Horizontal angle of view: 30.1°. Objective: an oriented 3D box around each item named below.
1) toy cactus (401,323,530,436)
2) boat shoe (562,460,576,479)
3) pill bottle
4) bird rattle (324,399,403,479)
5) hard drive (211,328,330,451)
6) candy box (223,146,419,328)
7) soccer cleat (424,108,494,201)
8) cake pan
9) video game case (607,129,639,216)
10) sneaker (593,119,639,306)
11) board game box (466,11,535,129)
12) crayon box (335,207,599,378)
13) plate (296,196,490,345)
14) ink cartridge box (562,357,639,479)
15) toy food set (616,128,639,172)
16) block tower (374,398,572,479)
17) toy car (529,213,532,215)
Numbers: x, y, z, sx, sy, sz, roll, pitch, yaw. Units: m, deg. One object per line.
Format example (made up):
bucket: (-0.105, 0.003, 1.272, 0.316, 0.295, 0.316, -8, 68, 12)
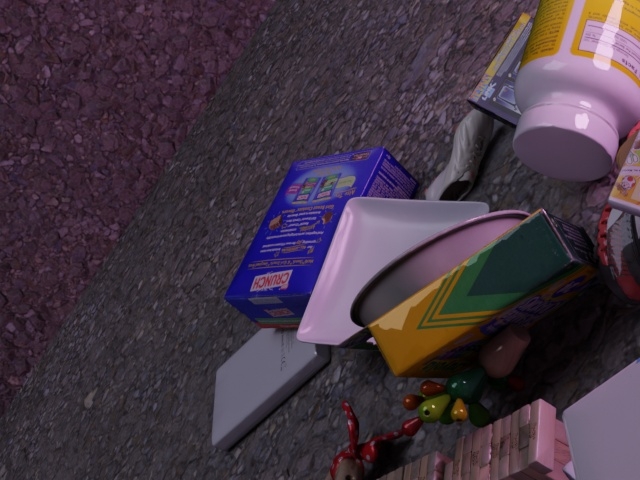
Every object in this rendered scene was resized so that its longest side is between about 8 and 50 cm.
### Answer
toy cactus: (0.210, 0.188, 1.543, 0.180, 0.219, 0.112, -54, 55, 29)
boat shoe: (0.353, 0.279, 1.292, 0.076, 0.080, 0.228, -43, 20, -9)
pill bottle: (0.386, -0.260, 1.709, 0.188, 0.188, 0.334, -17, 46, 56)
bird rattle: (0.018, 0.376, 1.756, 0.253, 0.143, 0.207, -83, 17, -47)
hard drive: (-0.094, 0.233, 2.225, 0.307, 0.040, 0.203, -44, 28, 29)
candy box: (0.000, 0.000, 2.156, 0.268, 0.122, 0.317, -4, 51, 51)
soccer cleat: (0.243, -0.130, 1.987, 0.196, 0.068, 0.076, -62, 28, 9)
cake pan: (0.183, 0.063, 1.661, 0.293, 0.293, 0.054, -42, 63, 32)
video game case: (0.481, -0.096, 1.384, 0.227, 0.026, 0.206, 22, 79, 27)
sneaker: (0.429, -0.048, 1.489, 0.135, 0.097, 0.276, -19, 44, 58)
board game box: (0.338, -0.260, 1.896, 0.141, 0.048, 0.170, 35, 93, 36)
crayon box: (0.204, 0.091, 1.555, 0.323, 0.203, 0.083, -35, 70, 19)
plate: (0.123, 0.060, 1.913, 0.277, 0.045, 0.278, 3, 63, 36)
ink cartridge box: (0.389, 0.227, 1.038, 0.198, 0.270, 0.197, -43, 30, 30)
toy food set: (0.402, -0.104, 1.464, 0.083, 0.020, 0.083, -35, 42, 31)
block tower: (0.191, 0.318, 1.527, 0.335, 0.097, 0.091, -37, 32, 42)
toy car: (0.329, 0.004, 1.718, 0.040, 0.060, 0.122, -19, 40, -16)
